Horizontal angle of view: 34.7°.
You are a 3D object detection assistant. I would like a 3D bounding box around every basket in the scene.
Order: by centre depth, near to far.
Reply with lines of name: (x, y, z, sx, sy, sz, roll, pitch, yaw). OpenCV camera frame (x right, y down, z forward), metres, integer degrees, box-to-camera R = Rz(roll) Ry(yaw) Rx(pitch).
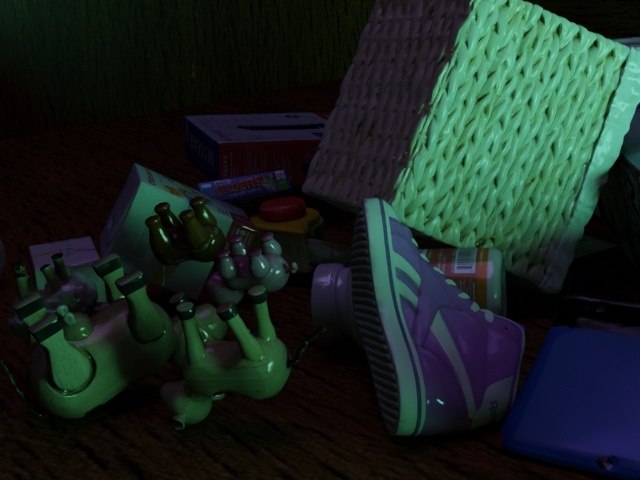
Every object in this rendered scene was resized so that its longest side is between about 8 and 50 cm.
basket: (0.189, -0.144, 1.343, 0.266, 0.331, 0.328, 23, 0, -23)

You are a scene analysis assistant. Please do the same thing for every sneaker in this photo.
sneaker: (0.123, 0.073, 1.071, 0.161, 0.102, 0.282, -4, 55, -12)

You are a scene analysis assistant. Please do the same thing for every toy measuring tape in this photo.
toy measuring tape: (0.000, 0.000, 1.472, 0.330, 0.121, 0.121, 8, 21, 37)

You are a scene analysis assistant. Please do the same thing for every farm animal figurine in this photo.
farm animal figurine: (-0.176, 0.107, 1.113, 0.327, 0.172, 0.330, -20, 27, -6)

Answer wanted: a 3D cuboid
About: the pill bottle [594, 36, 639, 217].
pill bottle: (0.485, -0.176, 1.611, 0.152, 0.272, 0.152, -6, 16, 2)

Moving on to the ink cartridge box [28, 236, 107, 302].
ink cartridge box: (-0.346, 0.062, 1.412, 0.090, 0.092, 0.143, -10, 19, -17)

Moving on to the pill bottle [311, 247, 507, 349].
pill bottle: (0.104, 0.070, 1.185, 0.216, 0.121, 0.121, -2, 17, 14)

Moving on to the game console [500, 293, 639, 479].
game console: (0.362, 0.157, 0.976, 0.293, 0.173, 0.250, 8, -10, 36)

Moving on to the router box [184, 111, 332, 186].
router box: (-0.070, -0.167, 1.848, 0.301, 0.082, 0.335, -4, 15, -17)

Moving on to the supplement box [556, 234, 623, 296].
supplement box: (0.336, 0.034, 1.339, 0.083, 0.056, 0.083, -14, 19, -25)

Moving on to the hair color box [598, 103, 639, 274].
hair color box: (0.453, -0.057, 1.360, 0.114, 0.185, 0.374, -14, 16, 7)

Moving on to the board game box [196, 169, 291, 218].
board game box: (-0.129, -0.042, 1.588, 0.136, 0.035, 0.201, -10, -20, -16)

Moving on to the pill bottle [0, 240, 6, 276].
pill bottle: (-0.573, 0.015, 1.614, 0.108, 0.108, 0.180, -16, 19, -30)

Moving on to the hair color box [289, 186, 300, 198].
hair color box: (-0.078, -0.090, 1.860, 0.043, 0.072, 0.141, -8, 16, -20)

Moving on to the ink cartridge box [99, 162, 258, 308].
ink cartridge box: (-0.200, -0.007, 1.410, 0.176, 0.127, 0.128, 23, 9, -20)
